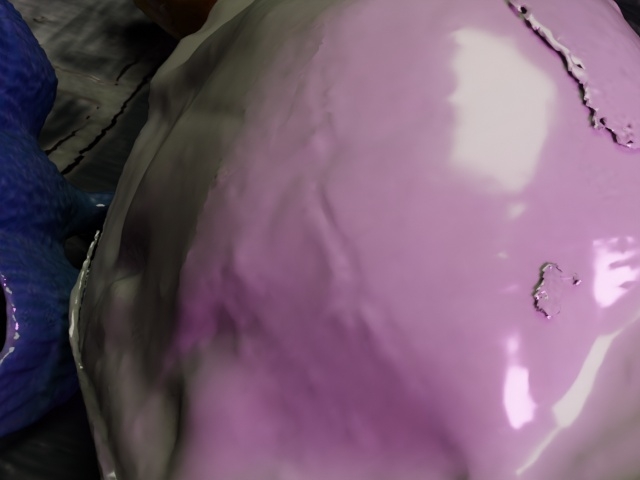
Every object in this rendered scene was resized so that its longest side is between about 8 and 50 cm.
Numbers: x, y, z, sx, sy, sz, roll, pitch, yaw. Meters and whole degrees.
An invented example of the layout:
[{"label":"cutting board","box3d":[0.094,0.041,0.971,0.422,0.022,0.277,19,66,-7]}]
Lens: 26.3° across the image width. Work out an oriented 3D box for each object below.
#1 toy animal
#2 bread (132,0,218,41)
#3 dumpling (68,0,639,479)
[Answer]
[{"label":"toy animal","box3d":[-0.151,-0.028,0.618,0.176,0.239,0.255,-16,-8,2]},{"label":"bread","box3d":[-0.016,-0.204,0.907,0.250,0.179,0.133,-1,27,-37]},{"label":"dumpling","box3d":[0.011,-0.003,0.525,0.260,0.181,0.341,-34,65,0]}]
